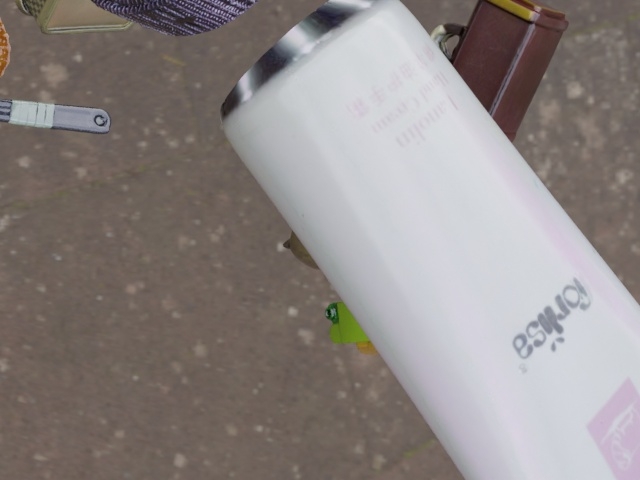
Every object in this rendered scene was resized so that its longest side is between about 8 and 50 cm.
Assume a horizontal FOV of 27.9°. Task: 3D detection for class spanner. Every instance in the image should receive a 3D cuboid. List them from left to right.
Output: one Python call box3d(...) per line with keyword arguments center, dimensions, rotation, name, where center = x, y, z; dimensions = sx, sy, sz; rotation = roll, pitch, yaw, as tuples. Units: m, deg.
box3d(center=(-0.447, -0.193, 1.873), dimensions=(0.316, 0.024, 0.087), rotation=(2, 79, -36), name="spanner")

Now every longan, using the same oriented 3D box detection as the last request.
box3d(center=(0.000, 0.000, 1.916), dimensions=(0.113, 0.113, 0.092), rotation=(-14, 94, -39), name="longan")

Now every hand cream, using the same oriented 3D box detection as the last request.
box3d(center=(0.092, 0.032, 0.706), dimensions=(0.185, 0.118, 0.358), rotation=(-41, 96, -34), name="hand cream")

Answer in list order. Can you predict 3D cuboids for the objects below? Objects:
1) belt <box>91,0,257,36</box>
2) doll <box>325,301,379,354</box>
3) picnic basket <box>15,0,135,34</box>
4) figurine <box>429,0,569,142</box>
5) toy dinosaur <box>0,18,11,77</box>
box3d(center=(-0.128, -0.369, 1.392), dimensions=(0.122, 0.325, 0.260), rotation=(14, 42, -50), name="belt")
box3d(center=(0.082, 0.069, 1.214), dimensions=(0.186, 0.134, 0.106), rotation=(-2, 86, -62), name="doll")
box3d(center=(-0.295, -0.405, 1.680), dimensions=(0.165, 0.266, 0.139), rotation=(-13, 60, -45), name="picnic basket")
box3d(center=(0.132, -0.143, 1.099), dimensions=(0.082, 0.098, 0.154), rotation=(-11, 130, -62), name="figurine")
box3d(center=(-0.312, -0.175, 1.107), dimensions=(0.212, 0.142, 0.057), rotation=(-53, 158, 16), name="toy dinosaur")
